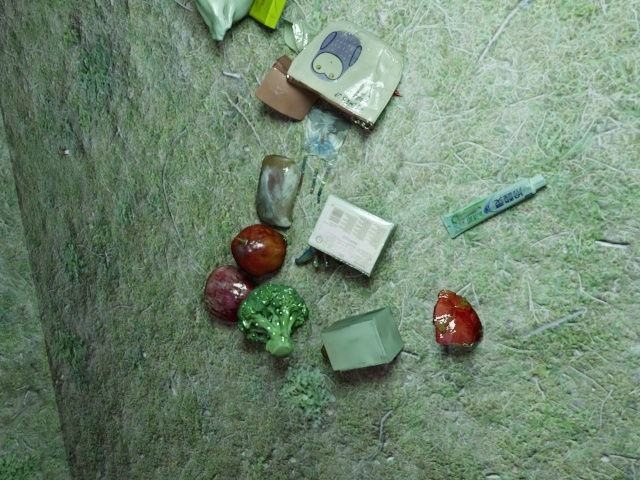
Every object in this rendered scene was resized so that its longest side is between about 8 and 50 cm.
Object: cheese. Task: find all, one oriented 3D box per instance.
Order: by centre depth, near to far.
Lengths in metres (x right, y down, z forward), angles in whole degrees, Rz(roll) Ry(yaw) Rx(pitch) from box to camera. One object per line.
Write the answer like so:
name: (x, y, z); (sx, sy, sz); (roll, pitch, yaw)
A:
cheese: (-0.129, -0.507, 1.450); (0.128, 0.177, 0.202); (-44, 77, 28)

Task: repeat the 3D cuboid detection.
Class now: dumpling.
dumpling: (-0.301, -0.822, 1.444); (0.212, 0.270, 0.320); (35, 86, 14)

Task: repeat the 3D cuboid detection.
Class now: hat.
hat: (-0.069, -0.659, 1.461); (0.166, 0.081, 0.122); (44, 157, 31)

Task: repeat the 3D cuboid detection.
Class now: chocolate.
chocolate: (-0.167, -0.171, 1.585); (0.157, 0.080, 0.253); (20, 109, 29)

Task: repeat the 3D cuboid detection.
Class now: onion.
onion: (-0.340, 0.222, 1.741); (0.284, 0.120, 0.226); (9, 108, 27)

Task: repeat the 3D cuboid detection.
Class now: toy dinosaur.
toy dinosaur: (0.000, 0.000, 1.557); (0.248, 0.075, 0.188); (-5, 87, 35)

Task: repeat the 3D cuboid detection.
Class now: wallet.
wallet: (0.084, -0.501, 1.335); (0.335, 0.068, 0.274); (35, 84, 11)

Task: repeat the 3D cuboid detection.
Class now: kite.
kite: (-0.012, -0.292, 1.526); (0.169, 0.015, 0.309); (30, 112, 23)

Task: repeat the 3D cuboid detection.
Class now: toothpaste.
toothpaste: (0.485, -0.101, 1.271); (0.297, 0.048, 0.074); (-30, 85, 33)

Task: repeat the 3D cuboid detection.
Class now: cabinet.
cabinet: (0.137, 0.328, 1.482); (0.206, 0.145, 0.150); (-21, 89, 30)

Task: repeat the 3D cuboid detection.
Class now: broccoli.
broccoli: (-0.160, 0.286, 1.590); (0.270, 0.270, 0.270); (-50, 42, 26)

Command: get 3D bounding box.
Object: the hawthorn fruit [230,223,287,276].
hawthorn fruit: (-0.222, 0.027, 1.585); (0.190, 0.251, 0.189); (-3, 76, 13)

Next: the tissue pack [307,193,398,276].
tissue pack: (0.101, -0.020, 1.422); (0.225, 0.124, 0.184); (27, 100, 13)

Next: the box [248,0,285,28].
box: (-0.129, -0.859, 1.417); (0.187, 0.047, 0.334); (52, 123, 43)

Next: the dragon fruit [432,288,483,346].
dragon fruit: (0.406, 0.228, 1.333); (0.127, 0.121, 0.160); (-7, 91, 24)

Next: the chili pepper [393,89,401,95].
chili pepper: (0.177, -0.486, 1.374); (0.178, 0.027, 0.045); (42, 115, 13)

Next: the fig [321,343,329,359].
fig: (0.036, 0.386, 1.582); (0.074, 0.088, 0.073); (-4, 84, 49)
